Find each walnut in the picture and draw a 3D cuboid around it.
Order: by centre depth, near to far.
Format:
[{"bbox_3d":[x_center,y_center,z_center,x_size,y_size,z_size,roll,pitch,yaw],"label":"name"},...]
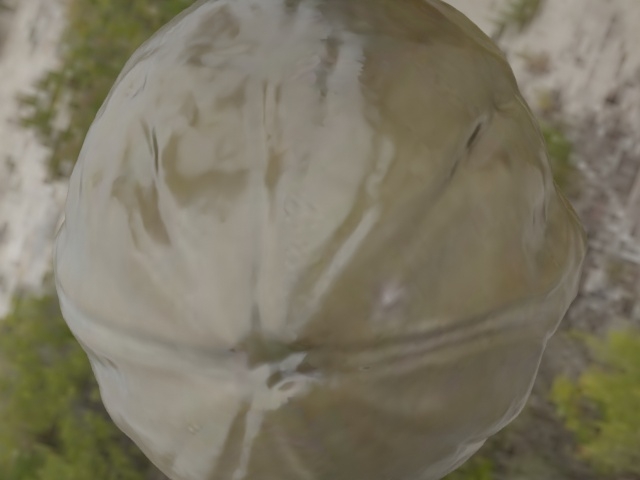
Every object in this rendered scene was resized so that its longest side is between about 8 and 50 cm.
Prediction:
[{"bbox_3d":[-0.001,0.000,0.491,0.162,0.140,0.140,-123,53,-72],"label":"walnut"}]
